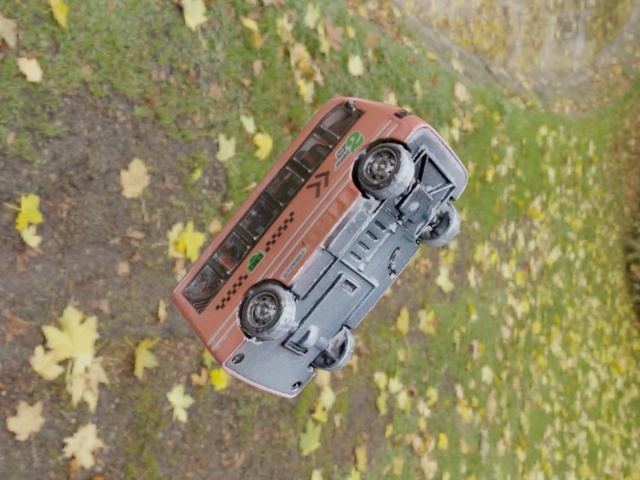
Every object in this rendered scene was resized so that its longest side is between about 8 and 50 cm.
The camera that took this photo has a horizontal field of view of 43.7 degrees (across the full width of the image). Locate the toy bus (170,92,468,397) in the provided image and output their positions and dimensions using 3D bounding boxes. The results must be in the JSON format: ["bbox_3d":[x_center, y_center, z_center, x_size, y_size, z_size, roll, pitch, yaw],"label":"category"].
[{"bbox_3d":[0.000,0.000,1.148,0.427,0.233,0.203,-51,141,1],"label":"toy bus"}]
